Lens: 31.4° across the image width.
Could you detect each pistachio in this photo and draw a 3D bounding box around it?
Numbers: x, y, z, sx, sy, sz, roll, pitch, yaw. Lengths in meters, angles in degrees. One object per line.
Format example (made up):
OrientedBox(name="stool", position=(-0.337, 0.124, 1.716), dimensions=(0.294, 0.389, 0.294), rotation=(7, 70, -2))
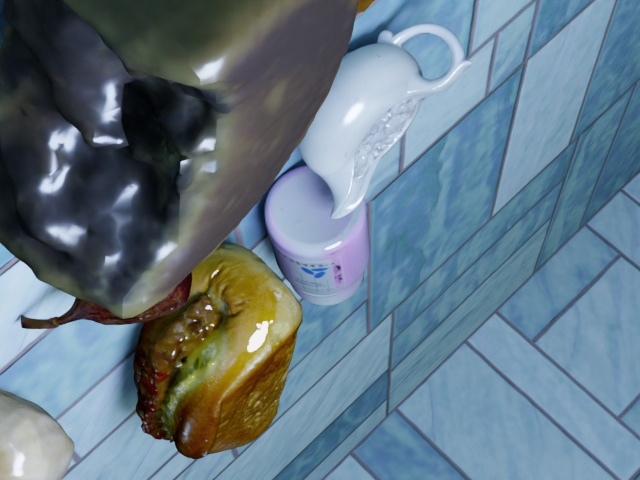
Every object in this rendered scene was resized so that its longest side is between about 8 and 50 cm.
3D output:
OrientedBox(name="pistachio", position=(-0.398, 0.265, 1.433), dimensions=(0.157, 0.157, 0.229), rotation=(-47, 167, -1))

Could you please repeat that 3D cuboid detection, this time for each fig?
OrientedBox(name="fig", position=(-0.257, 0.058, 1.346), dimensions=(0.201, 0.134, 0.146), rotation=(-32, 148, -17))

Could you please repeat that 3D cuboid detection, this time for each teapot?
OrientedBox(name="teapot", position=(0.070, -0.176, 1.551), dimensions=(0.298, 0.139, 0.204), rotation=(-54, 157, 20))

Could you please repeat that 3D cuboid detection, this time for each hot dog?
OrientedBox(name="hot dog", position=(-0.169, 0.195, 1.695), dimensions=(0.223, 0.185, 0.405), rotation=(-38, 159, -31))

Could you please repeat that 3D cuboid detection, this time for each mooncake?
OrientedBox(name="mooncake", position=(-0.163, -0.125, 0.984), dimensions=(0.394, 0.246, 0.393), rotation=(-51, 166, 10))

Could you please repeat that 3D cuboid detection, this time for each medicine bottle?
OrientedBox(name="medicine bottle", position=(0.000, 0.000, 1.731), dimensions=(0.152, 0.152, 0.254), rotation=(-43, 161, -14))

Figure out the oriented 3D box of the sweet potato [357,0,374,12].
OrientedBox(name="sweet potato", position=(0.068, -0.371, 1.214), dimensions=(0.112, 0.112, 0.359), rotation=(-42, 157, -14))
